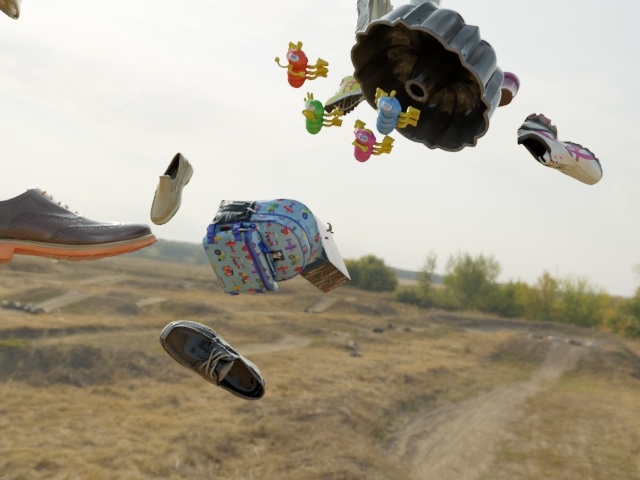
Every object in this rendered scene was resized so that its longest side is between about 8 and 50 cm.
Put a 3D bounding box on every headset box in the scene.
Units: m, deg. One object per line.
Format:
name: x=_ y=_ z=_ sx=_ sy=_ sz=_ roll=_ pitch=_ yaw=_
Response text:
headset box: x=-0.012 y=0.038 z=2.115 sx=0.110 sy=0.218 sz=0.293 roll=-27 pitch=-23 yaw=9

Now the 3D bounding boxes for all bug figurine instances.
bug figurine: x=0.037 y=-0.237 z=1.137 sx=0.278 sy=0.072 sz=0.216 roll=31 pitch=-23 yaw=16

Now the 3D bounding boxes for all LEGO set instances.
LEGO set: x=0.001 y=0.001 z=1.247 sx=0.023 sy=0.054 sz=0.083 roll=24 pitch=-38 yaw=-38

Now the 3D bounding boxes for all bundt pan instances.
bundt pan: x=0.227 y=-0.342 z=1.276 sx=0.330 sy=0.124 sz=0.331 roll=34 pitch=-20 yaw=14

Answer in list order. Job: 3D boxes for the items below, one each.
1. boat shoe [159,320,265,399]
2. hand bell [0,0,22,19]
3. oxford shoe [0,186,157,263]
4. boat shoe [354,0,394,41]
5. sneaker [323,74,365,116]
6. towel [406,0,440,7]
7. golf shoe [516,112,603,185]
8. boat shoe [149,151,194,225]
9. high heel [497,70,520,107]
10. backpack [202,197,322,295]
boat shoe: x=-0.288 y=0.341 z=1.780 sx=0.355 sy=0.132 sz=0.130 roll=36 pitch=-14 yaw=-25
hand bell: x=-0.477 y=-0.506 z=1.090 sx=0.126 sy=0.242 sz=0.126 roll=37 pitch=-21 yaw=17
oxford shoe: x=-0.467 y=-0.030 z=1.108 sx=0.363 sy=0.133 sz=0.130 roll=0 pitch=-7 yaw=-35
boat shoe: x=0.180 y=-0.741 z=2.018 sx=0.098 sy=0.303 sz=0.109 roll=21 pitch=-27 yaw=-28
sneaker: x=0.080 y=-0.446 z=1.886 sx=0.208 sy=0.094 sz=0.082 roll=-34 pitch=-23 yaw=-26
towel: x=0.254 y=-0.545 z=1.648 sx=0.090 sy=0.321 sz=0.374 roll=13 pitch=-6 yaw=6
golf shoe: x=0.453 y=-0.159 z=1.204 sx=0.186 sy=0.086 sz=0.067 roll=37 pitch=-31 yaw=3
boat shoe: x=-0.360 y=-0.126 z=1.471 sx=0.068 sy=0.190 sz=0.072 roll=2 pitch=-35 yaw=16
high heel: x=0.432 y=-0.464 z=1.983 sx=0.376 sy=0.127 sz=0.181 roll=5 pitch=32 yaw=22
backpack: x=-0.090 y=0.009 z=1.064 sx=0.173 sy=0.158 sz=0.117 roll=-4 pitch=34 yaw=16
